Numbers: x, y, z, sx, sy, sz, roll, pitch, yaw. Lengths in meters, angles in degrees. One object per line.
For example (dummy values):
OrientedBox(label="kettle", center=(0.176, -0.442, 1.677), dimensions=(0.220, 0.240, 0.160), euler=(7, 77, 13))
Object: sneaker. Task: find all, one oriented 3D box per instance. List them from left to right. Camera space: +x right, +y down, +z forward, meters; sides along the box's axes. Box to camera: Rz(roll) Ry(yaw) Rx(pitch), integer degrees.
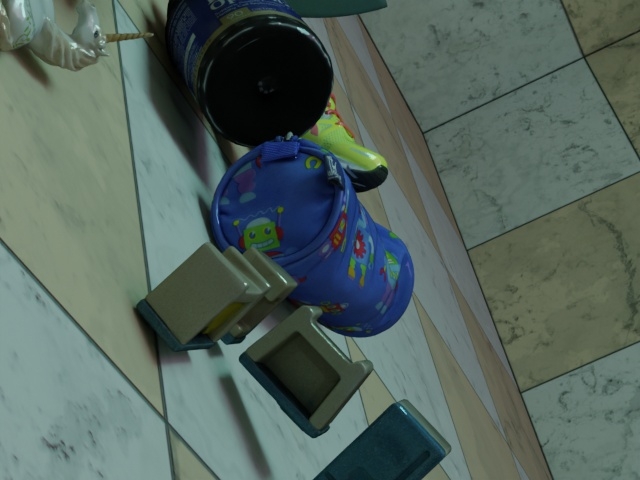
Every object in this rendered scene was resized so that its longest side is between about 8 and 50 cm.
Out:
OrientedBox(label="sneaker", center=(-0.011, -0.120, 1.362), dimensions=(0.208, 0.094, 0.081), euler=(31, -7, 29))

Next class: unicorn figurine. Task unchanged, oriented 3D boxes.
OrientedBox(label="unicorn figurine", center=(-0.189, -0.153, 0.898), dimensions=(0.111, 0.060, 0.162), euler=(64, 26, -11))

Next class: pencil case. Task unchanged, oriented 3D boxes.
OrientedBox(label="pencil case", center=(0.000, 0.000, 1.297), dimensions=(0.306, 0.119, 0.133), euler=(45, 50, -67))

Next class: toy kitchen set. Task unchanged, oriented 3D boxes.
OrientedBox(label="toy kitchen set", center=(-0.032, 0.117, 0.969), dimensions=(0.207, 0.122, 0.166), euler=(46, 7, 10))

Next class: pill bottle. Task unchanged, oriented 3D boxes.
OrientedBox(label="pill bottle", center=(-0.075, -0.178, 1.297), dimensions=(0.122, 0.123, 0.219), euler=(59, -2, -32))

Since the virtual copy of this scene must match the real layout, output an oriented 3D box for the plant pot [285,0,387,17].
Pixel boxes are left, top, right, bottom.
OrientedBox(label="plant pot", center=(-0.054, -0.398, 1.751), dimensions=(0.290, 0.196, 0.290), euler=(-19, 90, -85))
